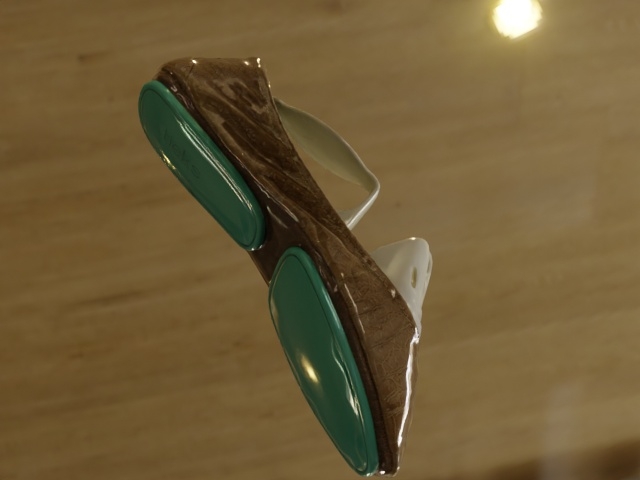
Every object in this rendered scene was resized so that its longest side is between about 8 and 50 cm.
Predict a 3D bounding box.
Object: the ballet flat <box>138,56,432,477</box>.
[{"bbox_3d":[0.000,0.000,1.168,0.124,0.342,0.116,-23,-23,-26],"label":"ballet flat"}]
